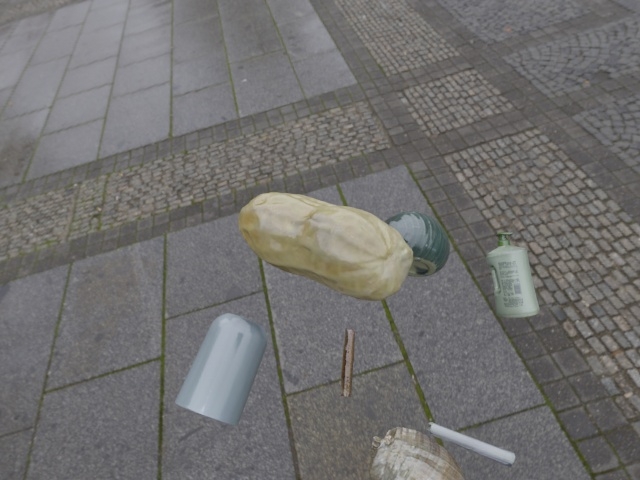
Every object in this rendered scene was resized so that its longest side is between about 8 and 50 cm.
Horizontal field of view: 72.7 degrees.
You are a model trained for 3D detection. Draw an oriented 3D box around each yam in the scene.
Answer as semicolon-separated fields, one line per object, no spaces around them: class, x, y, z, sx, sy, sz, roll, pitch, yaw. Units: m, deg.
yam;0.107;0.475;1.701;0.046;0.046;0.263;2;76;16

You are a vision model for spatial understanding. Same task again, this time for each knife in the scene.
knife;0.448;0.606;1.301;0.266;0.073;0.040;20;81;2

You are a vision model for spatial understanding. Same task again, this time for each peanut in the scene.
peanut;0.000;0.000;0.746;0.314;0.152;0.152;21;58;20

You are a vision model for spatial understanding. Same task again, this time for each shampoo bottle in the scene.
shampoo bottle;0.526;0.092;1.206;0.087;0.233;0.118;-9;-3;-31

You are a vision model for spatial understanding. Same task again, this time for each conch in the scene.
conch;0.246;0.618;0.990;0.298;0.351;0.210;-14;0;-26

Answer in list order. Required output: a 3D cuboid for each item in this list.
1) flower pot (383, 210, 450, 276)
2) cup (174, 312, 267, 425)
flower pot;0.274;0.015;1.278;0.189;0.243;0.156;-26;49;40
cup;-0.302;0.404;1.387;0.206;0.205;0.311;10;66;22
